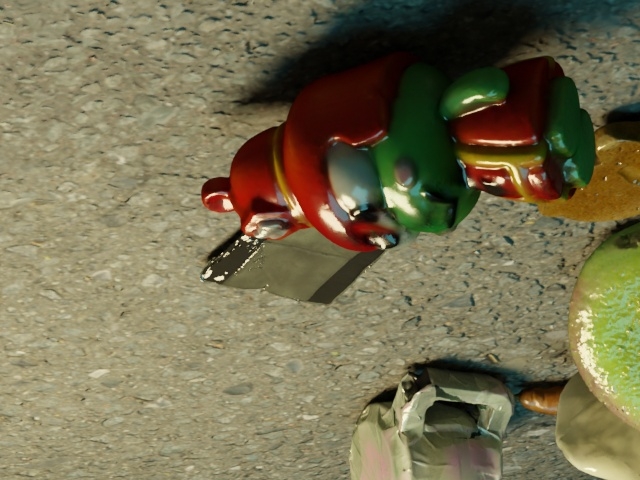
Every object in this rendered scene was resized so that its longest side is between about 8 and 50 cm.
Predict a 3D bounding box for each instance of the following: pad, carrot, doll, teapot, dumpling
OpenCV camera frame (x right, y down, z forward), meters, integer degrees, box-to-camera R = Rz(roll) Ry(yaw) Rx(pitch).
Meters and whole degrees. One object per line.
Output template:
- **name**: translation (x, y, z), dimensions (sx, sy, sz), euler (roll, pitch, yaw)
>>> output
- **pad**: translation (0.000, 0.001, 1.865), dimensions (0.174, 0.022, 0.233), euler (13, 146, -30)
- **carrot**: translation (0.367, 0.206, 2.287), dimensions (0.247, 0.059, 0.059), euler (5, 150, -14)
- **doll**: translation (0.057, -0.077, 1.587), dimensions (0.363, 0.160, 0.182), euler (-14, 150, 20)
- **teapot**: translation (0.142, 0.252, 2.265), dimensions (0.178, 0.222, 0.163), euler (-2, -168, -27)
- **dumpling**: translation (0.398, 0.206, 2.115), dimensions (0.242, 0.318, 0.187), euler (-2, 114, 6)

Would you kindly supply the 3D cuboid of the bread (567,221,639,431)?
- **bread**: translation (0.415, 0.101, 1.930), dimensions (0.301, 0.045, 0.301), euler (4, 114, 8)

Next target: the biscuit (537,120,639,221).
- **biscuit**: translation (0.312, -0.074, 1.775), dimensions (0.166, 0.036, 0.225), euler (18, 147, -36)
